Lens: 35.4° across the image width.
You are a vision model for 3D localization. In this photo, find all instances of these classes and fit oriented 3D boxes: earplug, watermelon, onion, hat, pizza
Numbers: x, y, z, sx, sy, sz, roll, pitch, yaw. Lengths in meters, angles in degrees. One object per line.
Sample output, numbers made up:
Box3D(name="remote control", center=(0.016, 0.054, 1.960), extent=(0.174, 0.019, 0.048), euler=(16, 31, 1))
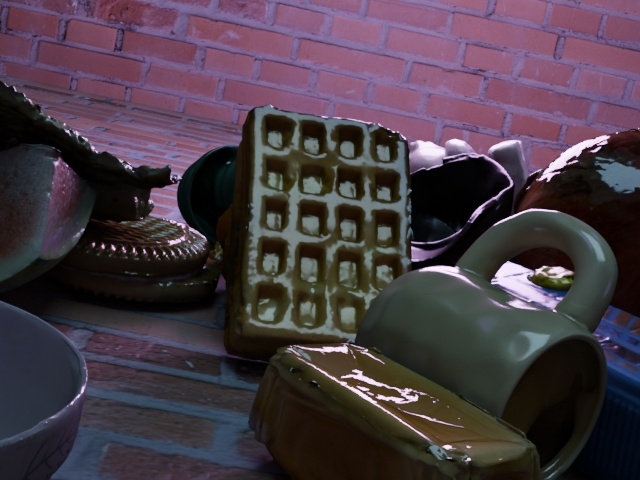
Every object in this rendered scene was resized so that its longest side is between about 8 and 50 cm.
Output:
Box3D(name="earplug", center=(-0.101, -0.061, 1.613), extent=(0.257, 0.164, 0.280), euler=(10, 0, -40))
Box3D(name="watermelon", center=(-0.417, -0.029, 1.109), extent=(0.305, 0.180, 0.224), euler=(3, 20, 9))
Box3D(name="onion", center=(0.447, 0.008, 1.445), extent=(0.353, 0.354, 0.353), euler=(11, 12, -3))
Box3D(name="hat", center=(0.206, 0.013, 1.654), extent=(0.238, 0.209, 0.336), euler=(-5, 25, 21))
Box3D(name="pizza", center=(-0.130, -0.004, 1.443), extent=(0.026, 0.109, 0.123), euler=(31, 10, 2))

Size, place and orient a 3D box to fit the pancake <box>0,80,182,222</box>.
Box3D(name="pancake", center=(-0.370, -0.102, 1.145), extent=(0.304, 0.067, 0.426), euler=(-6, -26, 39))

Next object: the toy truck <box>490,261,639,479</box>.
Box3D(name="toy truck", center=(0.279, 0.140, 1.086), extent=(0.162, 0.161, 0.385), euler=(-8, 22, -33))

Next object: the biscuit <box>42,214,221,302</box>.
Box3D(name="biscuit", center=(-0.254, 0.017, 1.300), extent=(0.259, 0.079, 0.259), euler=(10, 12, -2))

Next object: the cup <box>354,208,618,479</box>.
Box3D(name="cup", center=(0.157, 0.088, 0.963), extent=(0.173, 0.255, 0.202), euler=(8, 13, -41))

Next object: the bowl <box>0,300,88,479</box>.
Box3D(name="bowl", center=(-0.296, 0.129, 0.614), extent=(0.286, 0.144, 0.287), euler=(11, 12, -2))

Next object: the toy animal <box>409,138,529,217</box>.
Box3D(name="toy animal", center=(0.223, -0.069, 1.890), extent=(0.367, 0.241, 0.196), euler=(0, 2, 12))

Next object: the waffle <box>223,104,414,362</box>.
Box3D(name="waffle", center=(0.000, 0.000, 1.192), extent=(0.224, 0.098, 0.328), euler=(6, 58, -9))

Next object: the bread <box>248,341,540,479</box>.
Box3D(name="bread", center=(0.057, 0.172, 0.837), extent=(0.136, 0.107, 0.241), euler=(-1, 19, -42))

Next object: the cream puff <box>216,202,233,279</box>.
Box3D(name="cream puff", center=(-0.024, 0.020, 1.358), extent=(0.241, 0.155, 0.269), euler=(29, 14, 39))
